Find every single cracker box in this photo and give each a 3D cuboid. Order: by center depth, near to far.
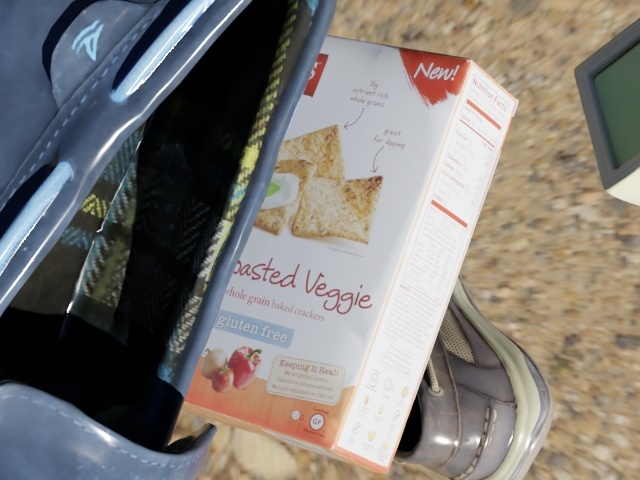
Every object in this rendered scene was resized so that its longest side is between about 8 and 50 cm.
[{"bbox_3d":[0.000,0.000,1.143,0.155,0.067,0.232,13,78,36],"label":"cracker box"}]

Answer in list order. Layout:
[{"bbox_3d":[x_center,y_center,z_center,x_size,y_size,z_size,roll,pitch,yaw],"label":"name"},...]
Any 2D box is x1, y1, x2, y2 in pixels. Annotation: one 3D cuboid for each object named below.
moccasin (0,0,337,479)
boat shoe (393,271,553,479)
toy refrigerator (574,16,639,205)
[{"bbox_3d":[-0.093,0.047,0.587,0.117,0.137,0.342,19,95,35],"label":"moccasin"},{"bbox_3d":[0.044,0.065,1.579,0.130,0.355,0.132,9,111,-36],"label":"boat shoe"},{"bbox_3d":[0.284,-0.127,1.228,0.094,0.269,0.102,16,52,-36],"label":"toy refrigerator"}]
